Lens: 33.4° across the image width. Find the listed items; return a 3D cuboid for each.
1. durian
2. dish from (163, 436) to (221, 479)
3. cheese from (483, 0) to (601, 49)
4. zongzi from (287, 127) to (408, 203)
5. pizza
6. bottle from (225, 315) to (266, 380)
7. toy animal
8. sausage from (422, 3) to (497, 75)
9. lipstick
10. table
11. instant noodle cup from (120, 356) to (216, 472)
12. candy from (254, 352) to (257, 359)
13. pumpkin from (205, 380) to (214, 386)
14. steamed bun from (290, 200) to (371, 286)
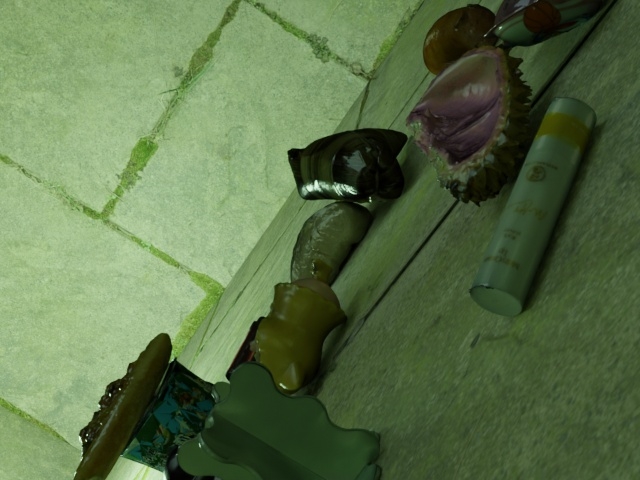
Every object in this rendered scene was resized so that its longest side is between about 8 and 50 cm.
[{"bbox_3d":[0.226,-0.159,1.462,0.191,0.112,0.341,-42,22,11],"label":"durian"},{"bbox_3d":[-0.198,0.397,1.790,0.273,0.134,0.273,-56,9,15],"label":"dish"},{"bbox_3d":[0.314,-0.318,1.509,0.189,0.074,0.286,-21,-4,-3],"label":"cheese"},{"bbox_3d":[0.122,-0.161,2.093,0.288,0.134,0.286,-20,18,-28],"label":"zongzi"},{"bbox_3d":[-0.383,0.326,2.090,0.268,0.087,0.258,-55,12,10],"label":"pizza"},{"bbox_3d":[-0.151,0.241,2.344,0.164,0.060,0.060,-62,9,-33],"label":"bottle"},{"bbox_3d":[-0.034,0.146,1.779,0.156,0.156,0.229,149,142,-72],"label":"toy animal"},{"bbox_3d":[0.264,-0.391,2.099,0.108,0.109,0.270,-59,5,-7],"label":"sausage"},{"bbox_3d":[0.230,-0.039,1.138,0.264,0.059,0.059,-62,9,-27],"label":"lipstick"},{"bbox_3d":[-0.049,0.244,1.233,0.166,0.198,0.166,-56,9,13],"label":"table"},{"bbox_3d":[-0.275,0.375,2.150,0.240,0.178,0.240,-56,8,13],"label":"instant noodle cup"},{"bbox_3d":[-0.093,0.216,2.166,0.062,0.058,0.194,-16,7,7],"label":"candy"},{"bbox_3d":[-0.289,0.389,2.374,0.167,0.125,0.167,-33,8,5],"label":"pumpkin"},{"bbox_3d":[0.012,-0.011,2.153,0.212,0.110,0.231,-51,13,35],"label":"steamed bun"}]
